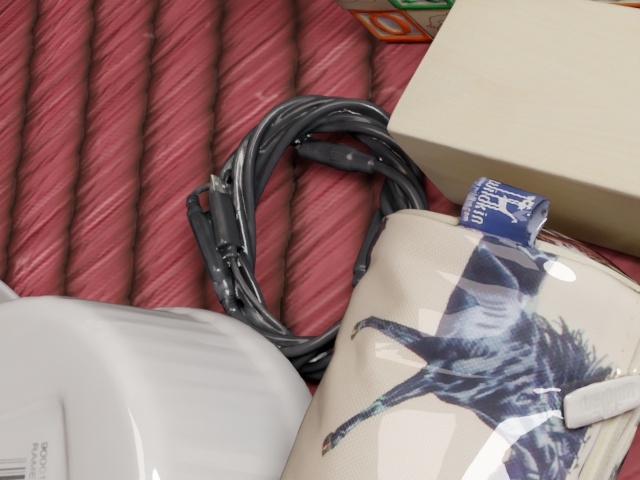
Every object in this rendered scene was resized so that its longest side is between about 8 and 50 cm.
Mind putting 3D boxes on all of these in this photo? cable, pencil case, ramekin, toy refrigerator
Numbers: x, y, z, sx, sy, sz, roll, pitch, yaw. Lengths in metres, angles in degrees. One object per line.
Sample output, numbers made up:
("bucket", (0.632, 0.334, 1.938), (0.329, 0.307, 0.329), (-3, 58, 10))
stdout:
("cable", (0.000, 0.000, 0.914), (0.150, 0.047, 0.184), (-31, 56, 11))
("pencil case", (0.043, 0.182, 0.711), (0.183, 0.160, 0.410), (4, 69, 59))
("ramekin", (-0.136, 0.162, 0.848), (0.277, 0.135, 0.277), (-13, 68, 36))
("toy refrigerator", (0.177, -0.049, 0.772), (0.269, 0.094, 0.102), (18, 73, 40))

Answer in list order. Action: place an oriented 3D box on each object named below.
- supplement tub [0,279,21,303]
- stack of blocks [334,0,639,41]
("supplement tub", (-0.283, 0.107, 1.018), (0.190, 0.117, 0.117), (-49, 49, 7))
("stack of blocks", (0.122, -0.184, 0.823), (0.297, 0.171, 0.087), (6, 72, 37))
